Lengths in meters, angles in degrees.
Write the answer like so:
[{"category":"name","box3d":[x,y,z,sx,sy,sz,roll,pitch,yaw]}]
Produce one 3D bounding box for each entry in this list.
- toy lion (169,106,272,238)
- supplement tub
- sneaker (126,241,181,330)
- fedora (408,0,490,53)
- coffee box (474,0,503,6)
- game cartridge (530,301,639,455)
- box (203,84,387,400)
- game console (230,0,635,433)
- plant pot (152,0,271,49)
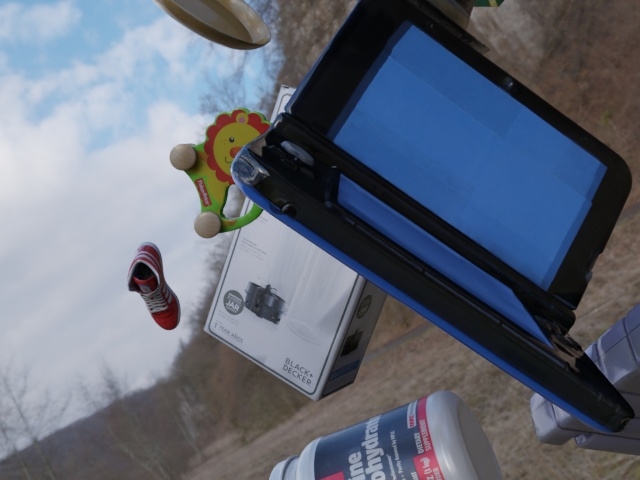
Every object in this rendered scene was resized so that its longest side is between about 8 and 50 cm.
[{"category":"toy lion","box3d":[-0.075,-0.061,0.591,0.096,0.100,0.034,-17,6,7]},{"category":"supplement tub","box3d":[0.088,0.328,0.890,0.272,0.191,0.191,-26,-9,17]},{"category":"sneaker","box3d":[-0.203,0.066,0.828,0.042,0.118,0.067,-15,18,0]},{"category":"fedora","box3d":[0.114,-0.375,0.847,0.152,0.334,0.334,-55,-18,18]},{"category":"coffee box","box3d":[0.228,-0.461,1.177,0.040,0.184,0.113,-50,-49,-15]},{"category":"game cartridge","box3d":[0.386,0.120,0.550,0.355,0.068,0.230,11,-43,-11]},{"category":"box","box3d":[0.000,0.000,0.727,0.087,0.169,0.289,-5,-63,-59]},{"category":"game console","box3d":[0.113,-0.048,0.492,0.173,0.293,0.250,-55,6,12]},{"category":"plant pot","box3d":[-0.182,-0.359,1.023,0.032,0.236,0.236,-52,-19,26]}]
